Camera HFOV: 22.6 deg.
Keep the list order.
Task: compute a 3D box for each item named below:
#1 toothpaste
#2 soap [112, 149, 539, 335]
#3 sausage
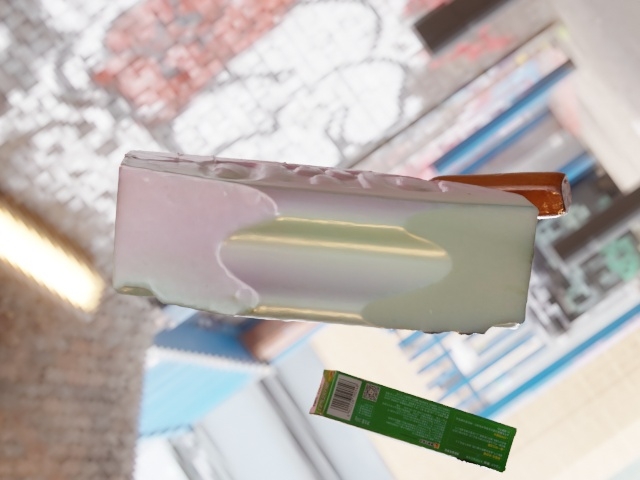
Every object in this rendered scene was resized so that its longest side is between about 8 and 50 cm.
[{"bbox_3d":[0.080,0.156,1.380,0.178,0.043,0.037,19,171,-16],"label":"toothpaste"},{"bbox_3d":[0.000,0.000,1.269,0.193,0.324,0.109,-103,20,-80],"label":"soap"},{"bbox_3d":[0.149,-0.037,1.384,0.039,0.131,0.041,-62,-32,-63],"label":"sausage"}]
